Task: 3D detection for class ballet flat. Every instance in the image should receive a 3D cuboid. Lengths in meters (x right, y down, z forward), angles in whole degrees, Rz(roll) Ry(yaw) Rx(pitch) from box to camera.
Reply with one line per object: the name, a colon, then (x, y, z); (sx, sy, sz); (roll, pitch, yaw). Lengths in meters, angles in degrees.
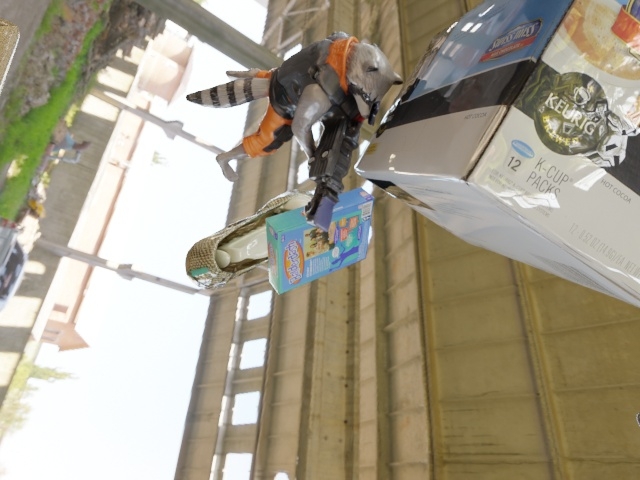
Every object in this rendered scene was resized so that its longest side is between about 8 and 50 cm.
ballet flat: (-0.116, -0.018, 1.125); (0.182, 0.164, 0.483); (-11, -164, 47)

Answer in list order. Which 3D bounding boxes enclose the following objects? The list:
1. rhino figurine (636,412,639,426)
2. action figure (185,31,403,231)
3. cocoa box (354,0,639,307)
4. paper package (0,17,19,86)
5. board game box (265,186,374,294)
rhino figurine: (0.543, 0.271, 0.532); (0.073, 0.106, 0.243); (-43, -127, -20)
action figure: (-0.041, -0.187, 0.654); (0.330, 0.178, 0.341); (-10, -123, 34)
cocoa box: (0.221, -0.115, 0.482); (0.228, 0.231, 0.347); (-59, -167, 4)
paper package: (-0.560, -0.127, 0.572); (0.325, 0.168, 0.309); (-31, -130, 39)
board game box: (0.000, 0.000, 0.842); (0.047, 0.210, 0.160); (47, -34, 39)
